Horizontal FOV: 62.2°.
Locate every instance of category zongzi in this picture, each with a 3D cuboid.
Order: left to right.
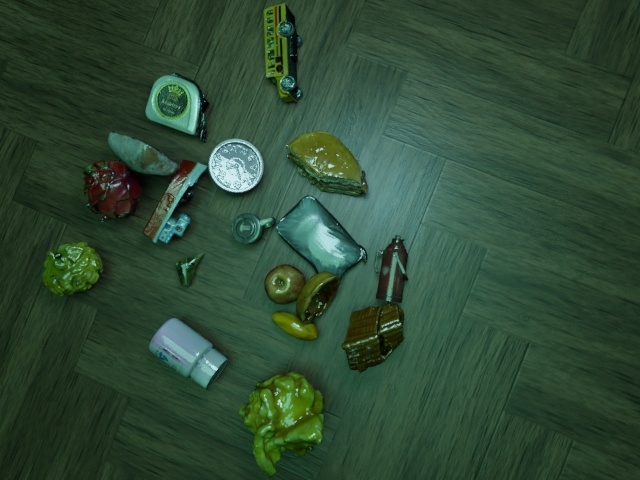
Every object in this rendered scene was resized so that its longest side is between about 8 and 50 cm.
[{"bbox_3d":[-0.470,0.110,1.961,0.113,0.052,0.104,-17,92,-9],"label":"zongzi"}]

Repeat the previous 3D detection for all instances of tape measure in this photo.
[{"bbox_3d":[-0.507,-0.503,1.975,0.235,0.115,0.207,20,94,3],"label":"tape measure"}]

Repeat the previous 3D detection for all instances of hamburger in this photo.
[{"bbox_3d":[0.021,-0.275,1.886,0.282,0.155,0.245,-4,79,1],"label":"hamburger"}]

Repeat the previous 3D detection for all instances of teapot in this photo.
[{"bbox_3d":[-0.242,-0.054,1.917,0.111,0.108,0.149,43,96,9],"label":"teapot"}]

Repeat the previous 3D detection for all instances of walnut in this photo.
[{"bbox_3d":[-0.019,0.181,1.830,0.087,0.167,0.211,41,114,29],"label":"walnut"}]

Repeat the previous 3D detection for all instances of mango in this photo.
[{"bbox_3d":[-0.090,0.301,1.881,0.190,0.098,0.075,27,80,12],"label":"mango"}]

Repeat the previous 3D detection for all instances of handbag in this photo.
[{"bbox_3d":[0.002,0.002,1.909,0.191,0.075,0.332,-43,80,-2],"label":"handbag"}]

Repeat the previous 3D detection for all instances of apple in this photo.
[{"bbox_3d":[-0.128,0.157,1.877,0.146,0.131,0.146,-1,85,9],"label":"apple"}]

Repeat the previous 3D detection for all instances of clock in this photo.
[{"bbox_3d":[-0.308,-0.265,1.926,0.197,0.068,0.197,1,86,-13],"label":"clock"}]

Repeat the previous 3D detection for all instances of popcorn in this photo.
[{"bbox_3d":[-0.913,0.099,1.942,0.218,0.169,0.189,-14,86,-2],"label":"popcorn"},{"bbox_3d":[-0.131,0.597,1.755,0.290,0.321,0.326,30,71,7],"label":"popcorn"}]

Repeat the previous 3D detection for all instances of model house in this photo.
[{"bbox_3d":[0.184,0.328,1.790,0.199,0.229,0.220,-6,86,11],"label":"model house"}]

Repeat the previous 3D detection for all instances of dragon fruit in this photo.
[{"bbox_3d":[-0.741,-0.174,1.912,0.193,0.274,0.192,-25,47,-2],"label":"dragon fruit"}]

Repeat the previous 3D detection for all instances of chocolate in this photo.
[{"bbox_3d":[-0.638,-0.292,1.880,0.303,0.185,0.100,25,86,40],"label":"chocolate"}]

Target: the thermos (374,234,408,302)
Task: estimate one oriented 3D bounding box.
[{"bbox_3d":[0.251,0.096,1.859,0.124,0.099,0.232,7,88,8],"label":"thermos"}]

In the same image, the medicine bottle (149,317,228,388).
[{"bbox_3d":[-0.467,0.402,1.886,0.254,0.152,0.152,35,90,7],"label":"medicine bottle"}]

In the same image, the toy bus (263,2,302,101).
[{"bbox_3d":[-0.139,-0.679,1.944,0.123,0.121,0.336,-3,86,15],"label":"toy bus"}]

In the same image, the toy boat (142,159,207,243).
[{"bbox_3d":[-0.514,-0.138,1.939,0.133,0.145,0.332,29,91,-17],"label":"toy boat"}]
